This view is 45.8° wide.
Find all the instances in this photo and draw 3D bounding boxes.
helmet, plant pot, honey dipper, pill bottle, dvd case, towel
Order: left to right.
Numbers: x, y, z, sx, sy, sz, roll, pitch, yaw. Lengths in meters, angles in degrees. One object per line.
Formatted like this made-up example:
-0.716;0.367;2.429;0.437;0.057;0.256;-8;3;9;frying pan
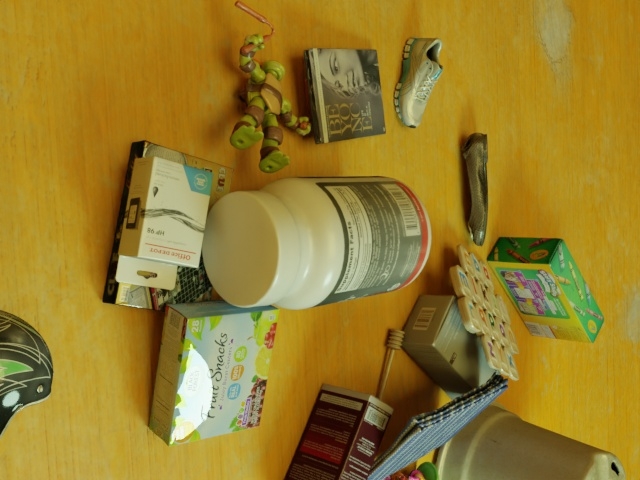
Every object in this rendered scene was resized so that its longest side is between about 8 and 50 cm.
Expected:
-0.417;0.159;0.917;0.161;0.169;0.169;-48;122;-11;helmet
0.000;0.000;1.232;0.362;0.210;0.210;-6;95;-47;pill bottle
0.050;-0.269;1.392;0.221;0.018;0.165;-18;103;-52;dvd case
0.132;0.256;1.504;0.030;0.030;0.161;24;79;-40;honey dipper
0.206;0.366;1.450;0.336;0.243;0.040;-8;53;-49;towel
0.461;0.532;1.613;0.333;0.305;0.334;-2;92;-43;plant pot

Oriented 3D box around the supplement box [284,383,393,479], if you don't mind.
0.023;0.385;1.339;0.073;0.130;0.240;38;68;-36;supplement box

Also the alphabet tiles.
0.350;0.153;1.604;0.284;0.021;0.278;30;43;-51;alphabet tiles

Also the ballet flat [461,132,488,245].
0.339;-0.111;1.664;0.084;0.058;0.250;-43;131;-73;ballet flat

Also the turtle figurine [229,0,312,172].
-0.096;-0.233;1.234;0.269;0.087;0.217;56;32;-47;turtle figurine

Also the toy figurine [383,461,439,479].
0.157;0.511;1.490;0.159;0.130;0.173;21;55;-31;toy figurine

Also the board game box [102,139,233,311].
-0.229;-0.012;1.159;0.165;0.042;0.243;15;81;-41;board game box

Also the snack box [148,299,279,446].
-0.164;0.199;1.176;0.174;0.070;0.207;0;106;-42;snack box

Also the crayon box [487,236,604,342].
0.525;0.115;1.758;0.081;0.165;0.278;-53;124;-27;crayon box

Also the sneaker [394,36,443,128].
0.204;-0.320;1.514;0.071;0.082;0.191;10;86;-43;sneaker

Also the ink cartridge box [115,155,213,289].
-0.224;-0.021;1.092;0.104;0.060;0.180;13;82;-42;ink cartridge box

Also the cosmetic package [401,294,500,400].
0.279;0.230;1.584;0.238;0.107;0.127;44;60;-31;cosmetic package
